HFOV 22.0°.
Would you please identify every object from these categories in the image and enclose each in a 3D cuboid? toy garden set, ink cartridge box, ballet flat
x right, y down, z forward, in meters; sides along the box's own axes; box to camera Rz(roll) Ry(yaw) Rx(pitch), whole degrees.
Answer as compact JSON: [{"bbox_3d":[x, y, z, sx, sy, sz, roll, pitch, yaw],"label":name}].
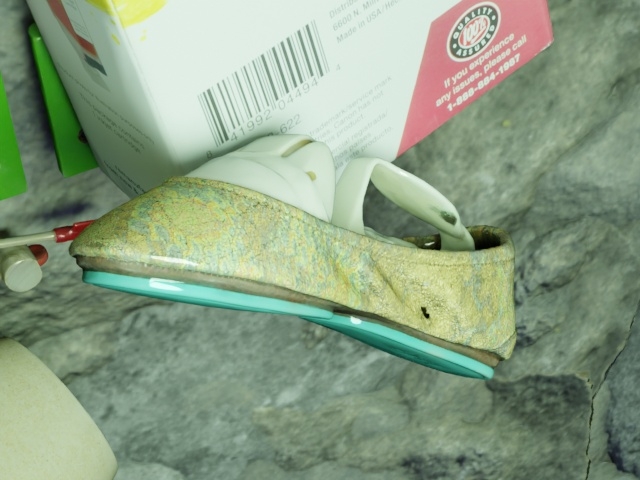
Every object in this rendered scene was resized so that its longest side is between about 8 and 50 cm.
[{"bbox_3d":[-0.250,-0.031,1.072,0.244,0.049,0.204,-20,130,-18],"label":"toy garden set"},{"bbox_3d":[-0.039,-0.217,0.946,0.279,0.160,0.384,-35,136,-18],"label":"ink cartridge box"},{"bbox_3d":[0.000,0.000,0.942,0.348,0.123,0.123,17,114,-47],"label":"ballet flat"}]

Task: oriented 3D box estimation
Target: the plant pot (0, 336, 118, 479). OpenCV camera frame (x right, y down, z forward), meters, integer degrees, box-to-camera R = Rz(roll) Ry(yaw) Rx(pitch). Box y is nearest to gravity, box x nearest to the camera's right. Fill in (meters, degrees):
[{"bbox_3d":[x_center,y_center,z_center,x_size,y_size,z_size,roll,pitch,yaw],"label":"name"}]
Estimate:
[{"bbox_3d":[-0.282,0.198,1.121,0.274,0.256,0.256,-41,138,-20],"label":"plant pot"}]
